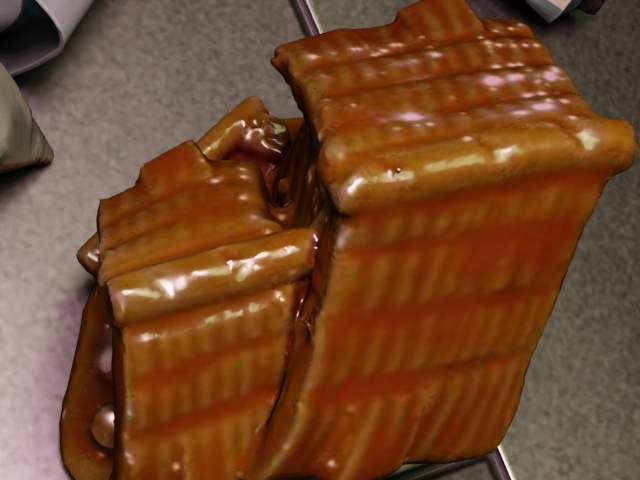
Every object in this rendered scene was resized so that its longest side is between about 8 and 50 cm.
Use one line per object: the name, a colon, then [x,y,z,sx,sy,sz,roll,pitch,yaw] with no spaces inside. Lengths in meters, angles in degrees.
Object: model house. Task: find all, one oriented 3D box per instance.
model house: [-0.001,0.001,0.695,0.199,0.229,0.220,2,71,-15]

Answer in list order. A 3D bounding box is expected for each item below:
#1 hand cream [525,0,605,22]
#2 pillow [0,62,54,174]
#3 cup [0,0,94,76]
hand cream: [0.050,-0.192,0.911,0.247,0.052,0.075,28,40,-1]
pillow: [-0.260,-0.103,0.646,0.312,0.310,0.119,36,98,-2]
cup: [-0.153,-0.164,0.782,0.128,0.095,0.129,46,56,-23]
